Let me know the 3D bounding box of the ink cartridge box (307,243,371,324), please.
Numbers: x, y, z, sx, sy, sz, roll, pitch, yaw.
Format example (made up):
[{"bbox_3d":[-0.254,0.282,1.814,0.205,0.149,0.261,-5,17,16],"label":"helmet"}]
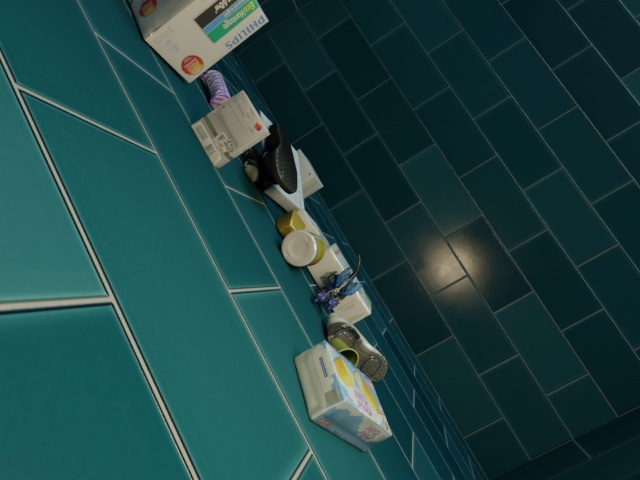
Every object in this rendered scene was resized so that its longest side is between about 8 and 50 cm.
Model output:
[{"bbox_3d":[0.075,0.168,1.682,0.289,0.121,0.211,59,8,2],"label":"ink cartridge box"}]

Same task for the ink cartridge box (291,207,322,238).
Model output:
[{"bbox_3d":[-0.070,-0.052,1.737,0.143,0.089,0.092,49,12,-50],"label":"ink cartridge box"}]

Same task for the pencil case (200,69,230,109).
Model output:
[{"bbox_3d":[-0.416,-0.600,1.723,0.088,0.086,0.206,5,42,-36],"label":"pencil case"}]

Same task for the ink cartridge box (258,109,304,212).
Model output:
[{"bbox_3d":[-0.180,-0.310,1.786,0.330,0.071,0.324,39,39,-55],"label":"ink cartridge box"}]

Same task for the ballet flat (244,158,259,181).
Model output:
[{"bbox_3d":[-0.255,-0.257,1.579,0.052,0.057,0.168,23,18,-19],"label":"ballet flat"}]

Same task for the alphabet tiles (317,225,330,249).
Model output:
[{"bbox_3d":[0.000,0.000,2.206,0.278,0.021,0.284,57,8,-8],"label":"alphabet tiles"}]

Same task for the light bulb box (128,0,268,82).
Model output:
[{"bbox_3d":[-0.424,-0.802,1.440,0.361,0.357,0.225,61,11,27],"label":"light bulb box"}]

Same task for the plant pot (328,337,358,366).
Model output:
[{"bbox_3d":[0.054,0.317,1.216,0.083,0.083,0.079,54,-3,-30],"label":"plant pot"}]

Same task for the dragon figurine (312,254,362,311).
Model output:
[{"bbox_3d":[0.081,0.149,1.482,0.085,0.289,0.144,54,-27,-1],"label":"dragon figurine"}]

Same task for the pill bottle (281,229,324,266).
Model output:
[{"bbox_3d":[-0.050,0.028,1.468,0.119,0.119,0.208,59,8,8],"label":"pill bottle"}]

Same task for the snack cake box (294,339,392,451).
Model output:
[{"bbox_3d":[0.055,0.360,0.990,0.264,0.089,0.152,50,11,-43],"label":"snack cake box"}]

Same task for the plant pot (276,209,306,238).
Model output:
[{"bbox_3d":[-0.109,-0.045,1.540,0.081,0.081,0.083,55,17,-21],"label":"plant pot"}]

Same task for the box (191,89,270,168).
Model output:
[{"bbox_3d":[-0.261,-0.320,1.252,0.145,0.186,0.038,59,8,7],"label":"box"}]

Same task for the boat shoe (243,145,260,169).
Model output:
[{"bbox_3d":[-0.288,-0.348,1.713,0.064,0.075,0.206,-5,60,-31],"label":"boat shoe"}]

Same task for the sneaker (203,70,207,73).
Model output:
[{"bbox_3d":[-0.523,-0.753,1.827,0.109,0.040,0.043,57,-9,-34],"label":"sneaker"}]

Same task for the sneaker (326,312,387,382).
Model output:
[{"bbox_3d":[0.118,0.340,1.391,0.297,0.111,0.129,56,3,-24],"label":"sneaker"}]

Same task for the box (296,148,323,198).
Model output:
[{"bbox_3d":[-0.114,-0.296,2.044,0.182,0.180,0.119,62,9,26],"label":"box"}]

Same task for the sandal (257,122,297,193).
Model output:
[{"bbox_3d":[-0.163,-0.290,1.602,0.168,0.106,0.446,59,12,-33],"label":"sandal"}]
